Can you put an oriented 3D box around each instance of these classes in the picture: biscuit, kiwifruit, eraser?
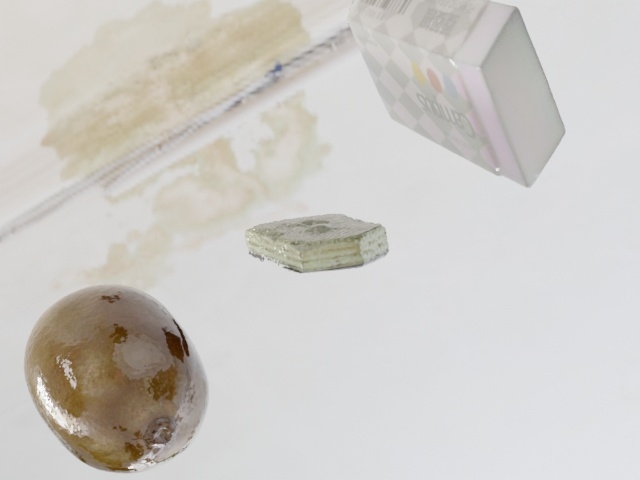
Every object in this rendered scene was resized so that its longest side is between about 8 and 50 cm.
[{"bbox_3d":[0.000,0.000,1.549,0.150,0.252,0.052,-8,-80,-17],"label":"biscuit"},{"bbox_3d":[-0.227,0.158,1.310,0.196,0.234,0.196,-21,-51,-28],"label":"kiwifruit"},{"bbox_3d":[0.161,-0.219,1.491,0.082,0.397,0.213,-32,-64,-9],"label":"eraser"}]
